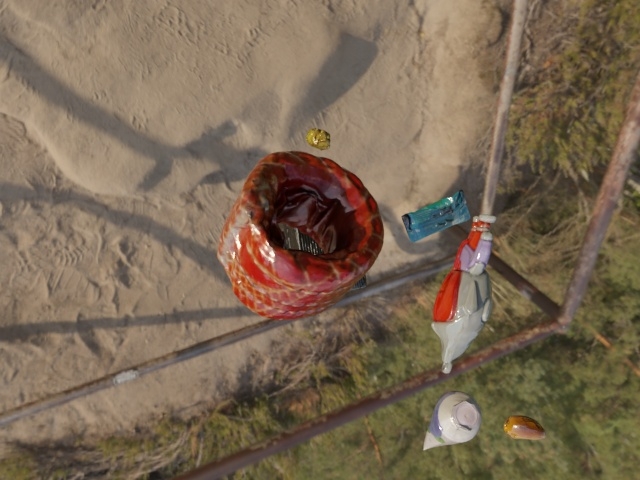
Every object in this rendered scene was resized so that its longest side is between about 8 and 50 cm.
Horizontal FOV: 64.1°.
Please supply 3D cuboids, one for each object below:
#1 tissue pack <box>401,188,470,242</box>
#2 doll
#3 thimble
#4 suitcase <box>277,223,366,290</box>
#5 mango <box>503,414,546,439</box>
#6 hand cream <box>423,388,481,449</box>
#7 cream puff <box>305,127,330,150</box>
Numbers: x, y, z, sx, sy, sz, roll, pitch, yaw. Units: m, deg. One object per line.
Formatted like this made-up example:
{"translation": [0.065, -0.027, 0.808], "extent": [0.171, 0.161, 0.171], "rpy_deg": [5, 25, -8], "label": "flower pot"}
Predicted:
{"translation": [0.243, -0.047, 1.064], "extent": [0.138, 0.028, 0.085], "rpy_deg": [-22, 129, 7], "label": "tissue pack"}
{"translation": [0.202, 0.075, 0.716], "extent": [0.075, 0.102, 0.227], "rpy_deg": [13, 86, 5], "label": "doll"}
{"translation": [-0.045, -0.012, 1.133], "extent": [0.350, 0.350, 0.230], "rpy_deg": [5, 147, -28], "label": "thimble"}
{"translation": [0.000, 0.000, 1.533], "extent": [0.230, 0.152, 0.335], "rpy_deg": [-8, 89, -27], "label": "suitcase"}
{"translation": [0.648, 0.593, 1.618], "extent": [0.127, 0.063, 0.077], "rpy_deg": [7, 121, 18], "label": "mango"}
{"translation": [0.152, 0.212, 0.614], "extent": [0.053, 0.142, 0.084], "rpy_deg": [25, 70, 4], "label": "hand cream"}
{"translation": [-0.006, -0.302, 1.537], "extent": [0.058, 0.083, 0.083], "rpy_deg": [-42, 159, -20], "label": "cream puff"}
